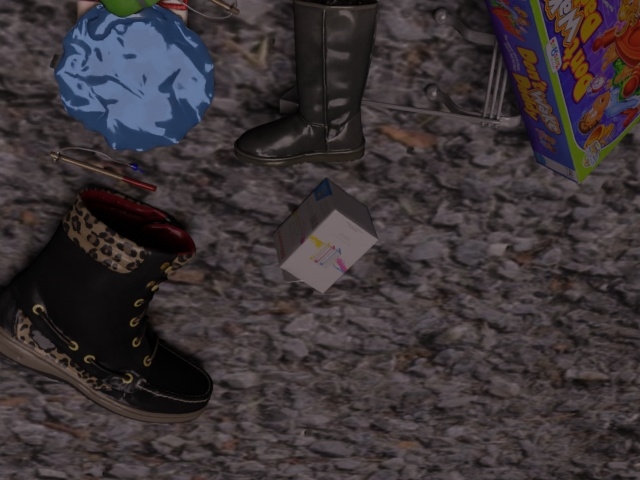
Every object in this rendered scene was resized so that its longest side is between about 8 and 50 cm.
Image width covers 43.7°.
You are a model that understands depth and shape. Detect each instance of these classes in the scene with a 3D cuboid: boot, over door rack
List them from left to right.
[{"bbox_3d":[-0.276,0.106,1.199,0.377,0.138,0.284,31,113,-20],"label":"boot"},{"bbox_3d":[-0.022,-0.199,0.999,0.190,0.076,0.208,-6,130,-5],"label":"boot"},{"bbox_3d":[0.114,-0.281,1.036,0.324,0.108,0.239,5,123,4],"label":"over door rack"}]

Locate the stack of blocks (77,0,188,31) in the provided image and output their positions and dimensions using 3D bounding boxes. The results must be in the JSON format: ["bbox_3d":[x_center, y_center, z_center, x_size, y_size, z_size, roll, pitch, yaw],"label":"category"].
[{"bbox_3d":[-0.196,-0.349,0.935,0.171,0.087,0.297,2,122,-12],"label":"stack of blocks"}]

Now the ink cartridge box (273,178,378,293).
[{"bbox_3d":[0.000,0.000,1.197,0.090,0.092,0.143,33,113,-28],"label":"ink cartridge box"}]

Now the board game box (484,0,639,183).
[{"bbox_3d":[0.337,-0.265,0.986,0.233,0.078,0.347,-46,139,-7],"label":"board game box"}]

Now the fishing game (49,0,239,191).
[{"bbox_3d":[-0.222,-0.195,0.956,0.189,0.041,0.264,17,110,-23],"label":"fishing game"}]

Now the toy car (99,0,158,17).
[{"bbox_3d":[-0.143,-0.316,0.864,0.225,0.053,0.239,-36,126,2],"label":"toy car"}]
